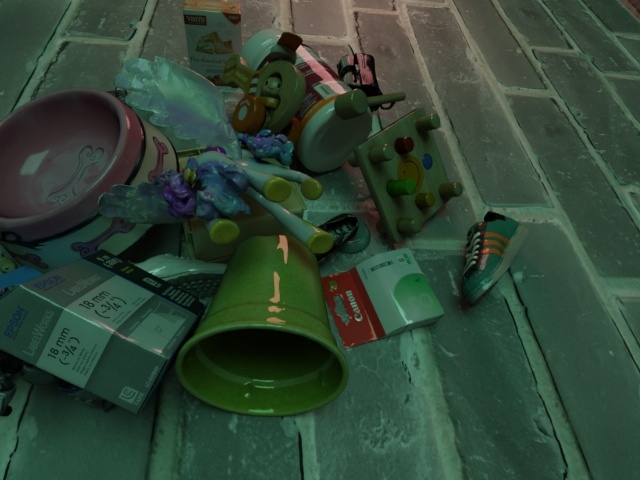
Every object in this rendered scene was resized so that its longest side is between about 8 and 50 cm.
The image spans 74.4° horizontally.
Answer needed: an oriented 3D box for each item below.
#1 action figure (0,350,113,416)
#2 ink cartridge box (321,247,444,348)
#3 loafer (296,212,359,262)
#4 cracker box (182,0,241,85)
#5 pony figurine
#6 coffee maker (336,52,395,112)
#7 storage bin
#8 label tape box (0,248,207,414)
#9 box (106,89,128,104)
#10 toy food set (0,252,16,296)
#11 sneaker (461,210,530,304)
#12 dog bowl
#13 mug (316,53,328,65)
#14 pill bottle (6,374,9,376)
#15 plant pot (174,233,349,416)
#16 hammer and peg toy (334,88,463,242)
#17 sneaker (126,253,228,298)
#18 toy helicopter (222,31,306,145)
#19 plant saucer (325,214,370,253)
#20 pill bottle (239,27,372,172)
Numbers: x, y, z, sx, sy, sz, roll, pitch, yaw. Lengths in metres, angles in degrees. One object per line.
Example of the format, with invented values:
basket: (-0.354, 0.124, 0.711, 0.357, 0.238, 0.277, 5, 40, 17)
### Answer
action figure: (-0.451, 0.188, 0.653, 0.284, 0.099, 0.185, 28, 24, -42)
ink cartridge box: (0.129, 0.118, 0.922, 0.224, 0.056, 0.181, -11, 56, -19)
loafer: (0.000, 0.000, 0.945, 0.220, 0.078, 0.080, -39, 86, -19)
cracker box: (-0.311, -0.575, 1.241, 0.155, 0.232, 0.067, -1, 54, -9)
pony figurine: (-0.180, -0.119, 0.754, 0.350, 0.303, 0.363, 6, 25, -38)
coffee maker: (0.139, -0.499, 1.351, 0.171, 0.120, 0.179, 19, 51, -25)
storage bin: (-0.197, -0.102, 0.985, 0.262, 0.123, 0.261, -13, 57, -18)
label tape box: (-0.378, 0.105, 0.682, 0.333, 0.106, 0.241, 29, 9, -7)
box: (-0.588, -0.399, 1.199, 0.083, 0.018, 0.067, -18, 59, -21)
toy food set: (-0.636, 0.077, 0.841, 0.122, 0.019, 0.078, 31, 55, 13)
sneaker: (0.387, 0.032, 1.001, 0.121, 0.108, 0.302, 36, 48, 17)
dog bowl: (-0.515, -0.141, 0.867, 0.407, 0.150, 0.409, -5, 61, 9)
mug: (-0.010, -0.587, 1.420, 0.064, 0.078, 0.062, 10, 20, -13)
pill bottle: (-0.617, 0.149, 0.730, 0.119, 0.119, 0.208, -32, 64, -28)
plant pot: (-0.093, 0.135, 0.766, 0.275, 0.276, 0.254, 5, 42, -6)
hammer and peg toy: (0.196, -0.210, 1.008, 0.265, 0.127, 0.362, -36, 111, -30)
sneaker: (-0.292, 0.067, 0.871, 0.234, 0.090, 0.095, -4, 45, -14)
toy helicopter: (-0.145, -0.387, 1.007, 0.140, 0.235, 0.355, 13, 23, -44)
plant saucer: (0.067, -0.022, 1.033, 0.119, 0.021, 0.120, 4, 54, -6)
pill bottle: (-0.057, -0.393, 1.157, 0.223, 0.224, 0.392, -24, 61, -24)
